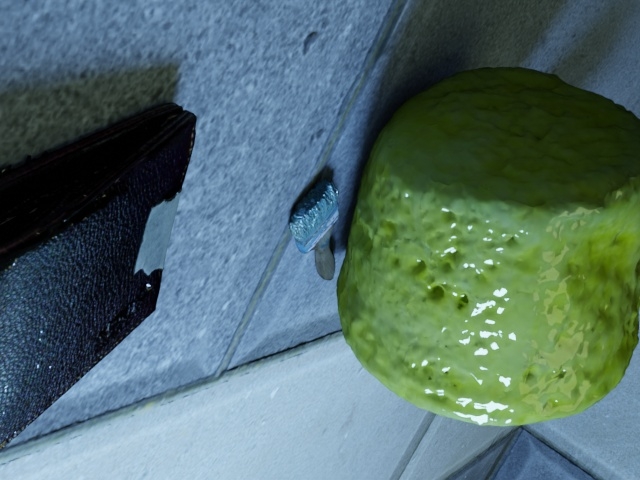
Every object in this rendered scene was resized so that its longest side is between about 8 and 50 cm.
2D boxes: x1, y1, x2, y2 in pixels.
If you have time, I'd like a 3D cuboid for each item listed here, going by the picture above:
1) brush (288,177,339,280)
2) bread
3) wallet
[{"bbox_3d":[0.000,0.000,1.218,0.070,0.021,0.196,-49,160,-18],"label":"brush"},{"bbox_3d":[0.192,0.000,1.198,0.348,0.348,0.307,-37,145,-39],"label":"bread"},{"bbox_3d":[-0.190,0.035,0.812,0.262,0.071,0.221,-41,154,-48],"label":"wallet"}]
